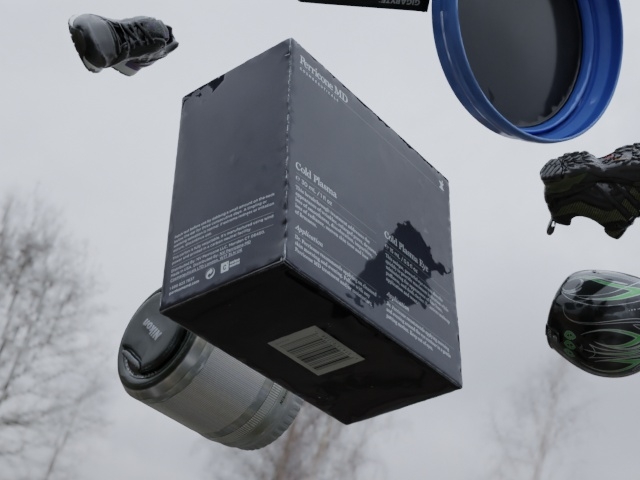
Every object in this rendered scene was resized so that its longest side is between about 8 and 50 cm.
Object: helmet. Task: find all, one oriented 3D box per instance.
[{"bbox_3d":[0.439,0.127,1.726,0.161,0.169,0.169,16,-17,34],"label":"helmet"}]

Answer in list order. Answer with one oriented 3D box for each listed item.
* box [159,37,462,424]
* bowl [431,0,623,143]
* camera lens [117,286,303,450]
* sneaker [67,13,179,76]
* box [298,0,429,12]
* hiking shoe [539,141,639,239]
[{"bbox_3d":[0.000,0.000,1.364,0.179,0.312,0.343,-23,-42,31],"label":"box"},{"bbox_3d":[0.334,-0.348,1.854,0.391,0.391,0.077,31,-20,-32],"label":"bowl"},{"bbox_3d":[-0.183,0.208,1.921,0.219,0.219,0.274,-4,-33,46],"label":"camera lens"},{"bbox_3d":[-0.338,-0.360,2.009,0.124,0.107,0.283,-20,2,14],"label":"sneaker"},{"bbox_3d":[0.074,-0.452,1.785,0.220,0.175,0.051,1,24,-21],"label":"box"},{"bbox_3d":[0.405,-0.063,1.510,0.227,0.086,0.114,-4,-63,11],"label":"hiking shoe"}]
